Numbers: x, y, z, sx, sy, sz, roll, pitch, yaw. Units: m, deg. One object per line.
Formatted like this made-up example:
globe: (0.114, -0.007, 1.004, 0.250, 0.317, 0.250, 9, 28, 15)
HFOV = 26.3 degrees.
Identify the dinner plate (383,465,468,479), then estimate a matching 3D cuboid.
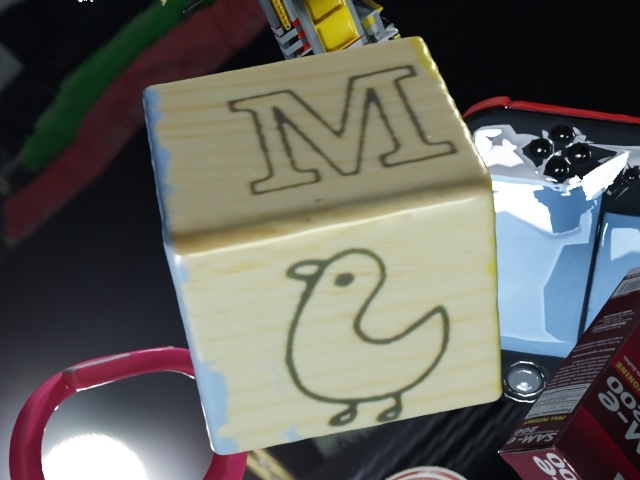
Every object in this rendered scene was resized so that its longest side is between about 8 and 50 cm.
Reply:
dinner plate: (0.066, 0.230, 0.988, 0.141, 0.141, 0.017, -58, -150, -11)

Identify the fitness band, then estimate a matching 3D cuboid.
fitness band: (-0.204, 0.227, 1.499, 0.054, 0.291, 0.209, -10, -91, 48)

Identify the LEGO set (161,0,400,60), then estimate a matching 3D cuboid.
LEGO set: (0.010, -0.281, 1.277, 0.255, 0.192, 0.331, -42, -135, -17)

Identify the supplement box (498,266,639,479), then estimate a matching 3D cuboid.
supplement box: (0.268, 0.139, 1.159, 0.239, 0.130, 0.073, -48, -165, -32)

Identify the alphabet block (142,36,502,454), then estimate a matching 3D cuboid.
alphabet block: (0.000, 0.000, 0.913, 0.197, 0.192, 0.193, -12, -140, -4)

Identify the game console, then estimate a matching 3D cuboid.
game console: (0.296, 0.033, 1.529, 0.342, 0.386, 0.060, 11, -147, 12)
